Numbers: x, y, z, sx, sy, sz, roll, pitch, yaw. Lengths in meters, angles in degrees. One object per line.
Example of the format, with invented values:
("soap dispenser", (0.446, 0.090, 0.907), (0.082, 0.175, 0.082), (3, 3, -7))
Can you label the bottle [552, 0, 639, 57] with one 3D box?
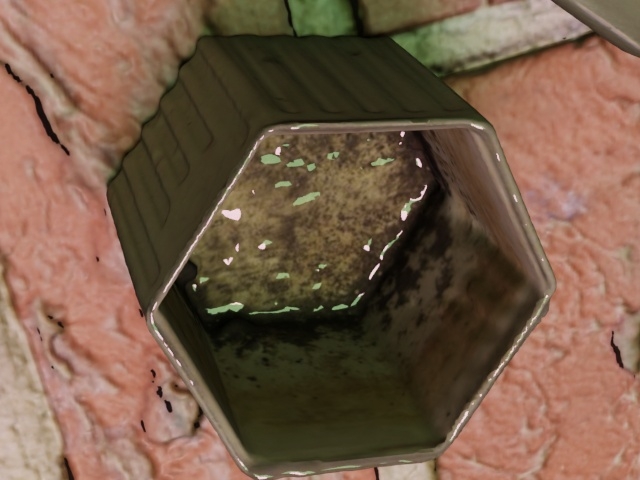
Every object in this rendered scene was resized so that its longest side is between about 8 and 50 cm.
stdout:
("bottle", (0.108, -0.246, 0.719), (0.347, 0.168, 0.168), (29, 103, -22))

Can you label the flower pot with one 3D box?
("flower pot", (0.000, 0.000, 0.782), (0.209, 0.189, 0.239), (27, 103, -26))
